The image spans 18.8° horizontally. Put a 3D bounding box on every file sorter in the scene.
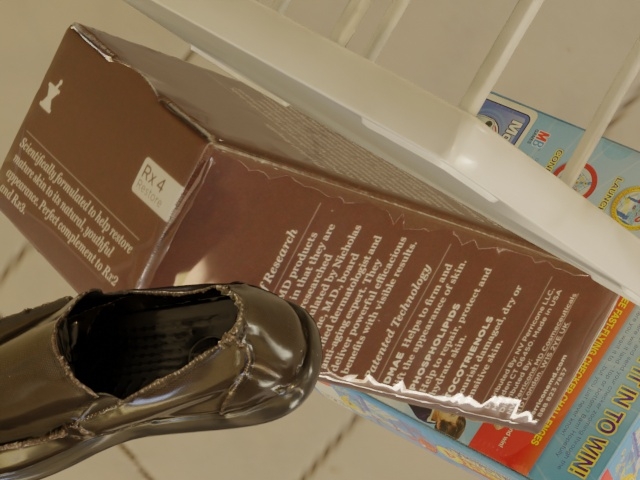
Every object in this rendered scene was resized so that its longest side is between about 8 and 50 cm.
[{"bbox_3d":[0.042,-0.123,0.777,0.278,0.193,0.173,32,92,38],"label":"file sorter"}]

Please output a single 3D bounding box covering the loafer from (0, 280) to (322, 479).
[{"bbox_3d":[-0.113,0.053,0.886,0.220,0.078,0.080,-15,58,13],"label":"loafer"}]

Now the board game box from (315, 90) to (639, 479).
[{"bbox_3d":[0.185,0.054,1.657,0.302,0.086,0.308,26,73,32],"label":"board game box"}]

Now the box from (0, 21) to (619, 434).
[{"bbox_3d":[0.000,0.000,1.272,0.191,0.381,0.143,41,106,48],"label":"box"}]
